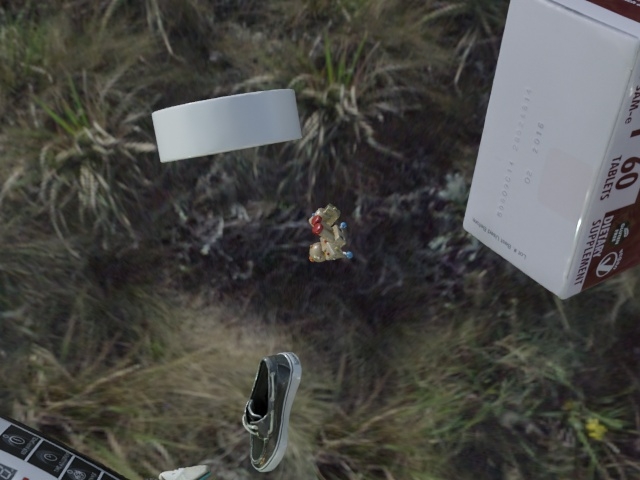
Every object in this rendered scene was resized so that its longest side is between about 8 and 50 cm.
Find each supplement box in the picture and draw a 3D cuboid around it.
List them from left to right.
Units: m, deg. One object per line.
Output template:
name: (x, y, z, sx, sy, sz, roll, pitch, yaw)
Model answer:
supplement box: (0.192, -0.072, 0.434, 0.239, 0.130, 0.073, -19, 42, -31)

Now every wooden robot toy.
wooden robot toy: (0.000, 0.000, 1.526, 0.076, 0.173, 0.079, 32, 116, -25)

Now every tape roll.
tape roll: (-0.183, -0.224, 1.666, 0.286, 0.286, 0.100, -11, 97, -5)

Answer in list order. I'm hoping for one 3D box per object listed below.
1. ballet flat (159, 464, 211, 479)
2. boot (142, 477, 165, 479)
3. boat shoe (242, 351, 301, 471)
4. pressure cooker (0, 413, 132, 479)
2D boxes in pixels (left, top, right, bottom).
ballet flat: (-0.245, 0.386, 1.303, 0.168, 0.057, 0.052, -34, 82, -27)
boot: (-0.104, 0.323, 0.972, 0.198, 0.137, 0.077, 15, 80, 41)
boat shoe: (-0.094, 0.285, 1.403, 0.070, 0.078, 0.219, -1, 111, -39)
pressure cooker: (-0.302, 0.323, 0.636, 0.420, 0.370, 0.375, 27, 65, -5)
